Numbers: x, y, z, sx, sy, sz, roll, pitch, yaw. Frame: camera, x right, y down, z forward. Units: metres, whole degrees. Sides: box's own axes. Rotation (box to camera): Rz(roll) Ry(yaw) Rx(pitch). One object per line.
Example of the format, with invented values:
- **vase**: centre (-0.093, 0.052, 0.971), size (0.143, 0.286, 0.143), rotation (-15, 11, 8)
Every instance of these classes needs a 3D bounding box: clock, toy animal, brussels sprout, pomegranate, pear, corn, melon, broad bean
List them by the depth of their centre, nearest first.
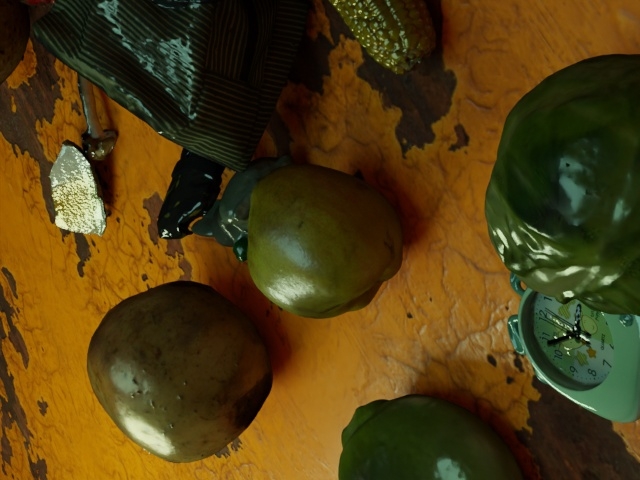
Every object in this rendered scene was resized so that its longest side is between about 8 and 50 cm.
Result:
- **brussels sprout**: centre (0.250, -0.043, 0.928), size (0.219, 0.210, 0.271), rotation (40, 146, 0)
- **clock**: centre (0.269, 0.088, 1.080), size (0.188, 0.060, 0.148), rotation (27, 126, 44)
- **corn**: centre (0.034, -0.319, 1.171), size (0.313, 0.102, 0.102), rotation (55, 141, 15)
- **pear**: centre (0.000, 0.000, 1.279), size (0.200, 0.200, 0.200), rotation (26, 125, 44)
- **broad bean**: centre (0.135, 0.307, 1.307), size (0.291, 0.119, 0.238), rotation (9, 104, 47)
- **toy animal**: centre (-0.103, -0.037, 1.479), size (0.125, 0.127, 0.251), rotation (57, 158, -8)
- **pomegranate**: centre (-0.210, 0.194, 1.584), size (0.281, 0.281, 0.281), rotation (26, 125, 44)
- **melon**: centre (-0.438, -0.109, 1.865), size (0.139, 0.093, 0.203), rotation (-110, 12, -51)

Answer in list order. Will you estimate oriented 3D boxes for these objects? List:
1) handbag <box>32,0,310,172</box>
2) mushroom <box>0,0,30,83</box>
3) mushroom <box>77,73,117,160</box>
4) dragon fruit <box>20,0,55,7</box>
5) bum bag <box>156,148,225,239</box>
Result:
- **handbag**: centre (-0.185, -0.269, 1.336), size (0.340, 0.247, 0.240), rotation (39, 101, 35)
- **mushroom**: centre (-0.682, -0.430, 1.860), size (0.331, 0.356, 0.334), rotation (-31, 38, 31)
- **mushroom**: centre (-0.388, -0.230, 1.797), size (0.060, 0.061, 0.187), rotation (171, 90, -83)
- **dragon fruit**: centre (-0.462, -0.453, 1.741), size (0.142, 0.130, 0.121), rotation (17, 152, 46)
- **bum bag**: centre (-0.160, -0.106, 1.451), size (0.106, 0.233, 0.060), rotation (-20, 134, 42)
